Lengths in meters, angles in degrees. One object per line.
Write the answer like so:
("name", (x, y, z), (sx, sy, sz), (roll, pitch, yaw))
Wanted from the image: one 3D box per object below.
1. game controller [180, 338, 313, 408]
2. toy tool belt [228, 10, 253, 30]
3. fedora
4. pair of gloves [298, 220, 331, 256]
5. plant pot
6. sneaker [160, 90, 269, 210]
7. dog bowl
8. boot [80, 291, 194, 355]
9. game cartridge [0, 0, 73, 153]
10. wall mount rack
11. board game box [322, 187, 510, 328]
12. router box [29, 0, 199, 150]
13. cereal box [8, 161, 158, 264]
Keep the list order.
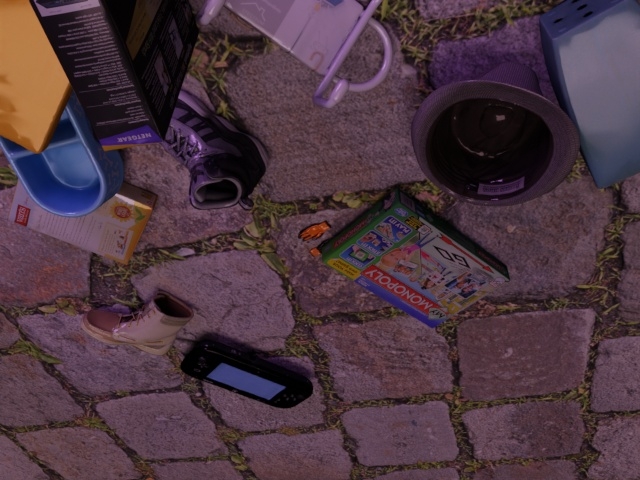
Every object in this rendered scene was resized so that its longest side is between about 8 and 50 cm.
("game controller", (-0.180, 0.336, 1.534), (0.319, 0.067, 0.166), (26, 130, -18))
("toy tool belt", (-0.116, -0.342, 0.901), (0.083, 0.051, 0.052), (41, 90, -24))
("fedora", (0.269, -0.175, 0.959), (0.244, 0.124, 0.275), (16, 148, 12))
("pair of gloves", (0.000, 0.000, 1.242), (0.074, 0.010, 0.083), (-22, 129, 22))
("plant pot", (0.416, -0.235, 0.893), (0.166, 0.165, 0.234), (-27, 119, 24))
("sneaker", (-0.210, -0.146, 1.022), (0.269, 0.153, 0.101), (27, 129, -20))
("dog bowl", (-0.447, -0.168, 1.038), (0.166, 0.074, 0.297), (-13, 121, 6))
("boot", (-0.407, 0.171, 1.388), (0.213, 0.077, 0.165), (22, 131, -23))
("game cartridge", (-0.497, -0.319, 0.885), (0.324, 0.052, 0.285), (28, 111, -16))
("wall mount rack", (0.003, -0.361, 0.833), (0.350, 0.130, 0.304), (30, 95, -23))
("board game box", (0.191, 0.047, 1.242), (0.317, 0.046, 0.213), (31, 127, -26))
("router box", (-0.244, -0.299, 0.774), (0.081, 0.308, 0.242), (-8, 132, 7))
("cereal box", (-0.454, -0.062, 1.190), (0.240, 0.047, 0.173), (24, 128, -16))
